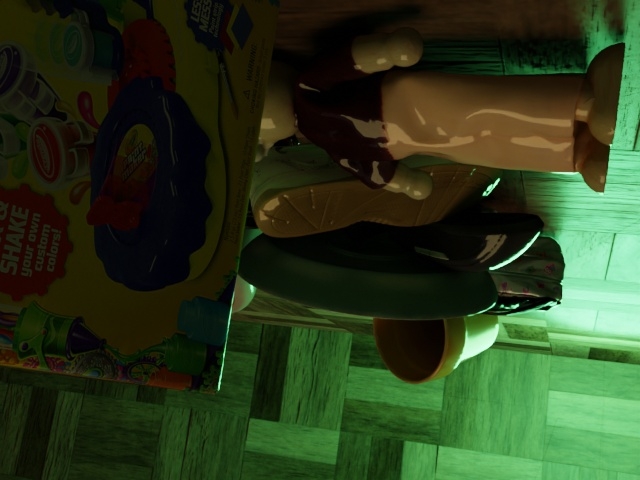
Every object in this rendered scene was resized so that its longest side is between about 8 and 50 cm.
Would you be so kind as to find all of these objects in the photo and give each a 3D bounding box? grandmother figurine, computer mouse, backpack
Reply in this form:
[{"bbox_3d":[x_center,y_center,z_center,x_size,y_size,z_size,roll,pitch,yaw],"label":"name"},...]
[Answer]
[{"bbox_3d":[0.060,-0.103,0.690,0.342,0.104,0.208,8,141,16],"label":"grandmother figurine"},{"bbox_3d":[0.165,-0.005,0.973,0.184,0.060,0.262,-12,-170,-40],"label":"computer mouse"},{"bbox_3d":[0.260,0.049,1.218,0.182,0.115,0.152,2,178,24],"label":"backpack"}]

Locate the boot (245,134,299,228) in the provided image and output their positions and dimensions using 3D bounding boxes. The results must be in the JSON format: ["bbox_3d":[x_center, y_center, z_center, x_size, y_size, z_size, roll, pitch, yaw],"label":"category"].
[{"bbox_3d":[-0.076,-0.073,0.937,0.236,0.085,0.178,16,163,-40],"label":"boot"}]

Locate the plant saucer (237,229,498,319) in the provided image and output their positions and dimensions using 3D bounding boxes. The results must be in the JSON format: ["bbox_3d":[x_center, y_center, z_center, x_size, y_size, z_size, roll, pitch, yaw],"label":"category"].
[{"bbox_3d":[0.056,0.024,1.012,0.317,0.044,0.317,5,-167,-1],"label":"plant saucer"}]

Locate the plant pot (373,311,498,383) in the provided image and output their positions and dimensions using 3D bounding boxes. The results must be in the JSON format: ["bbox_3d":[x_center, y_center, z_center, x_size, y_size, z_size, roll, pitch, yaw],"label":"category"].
[{"bbox_3d":[0.239,0.164,1.640,0.188,0.205,0.205,-3,177,-37],"label":"plant pot"}]

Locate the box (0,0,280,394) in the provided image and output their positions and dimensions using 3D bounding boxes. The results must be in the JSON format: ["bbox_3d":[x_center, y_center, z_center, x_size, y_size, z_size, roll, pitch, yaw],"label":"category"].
[{"bbox_3d":[-0.196,-0.071,0.512,0.177,0.290,0.279,-2,165,41],"label":"box"}]

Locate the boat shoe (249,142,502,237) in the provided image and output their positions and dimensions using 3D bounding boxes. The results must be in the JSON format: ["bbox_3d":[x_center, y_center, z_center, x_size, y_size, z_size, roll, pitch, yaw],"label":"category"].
[{"bbox_3d":[0.055,-0.074,0.843,0.277,0.096,0.098,-5,143,-27],"label":"boat shoe"}]

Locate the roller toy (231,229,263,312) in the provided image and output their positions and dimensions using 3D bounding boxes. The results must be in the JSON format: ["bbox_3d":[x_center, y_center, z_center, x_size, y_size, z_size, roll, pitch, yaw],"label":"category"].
[{"bbox_3d":[-0.172,0.012,1.150,0.209,0.146,0.191,-3,147,30],"label":"roller toy"}]
